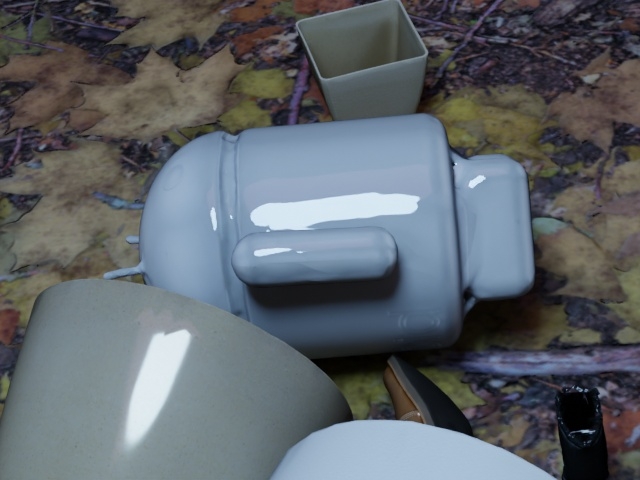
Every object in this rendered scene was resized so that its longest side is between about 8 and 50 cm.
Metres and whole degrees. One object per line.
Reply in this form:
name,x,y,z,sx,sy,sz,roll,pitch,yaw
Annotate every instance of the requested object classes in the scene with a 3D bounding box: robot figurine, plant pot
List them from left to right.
plant pot,-0.139,0.210,1.200,0.256,0.256,0.274,10,60,19
robot figurine,0.000,0.000,1.419,0.353,0.200,0.300,-5,2,4
plant pot,0.045,-0.164,1.675,0.109,0.096,0.109,-15,42,-6

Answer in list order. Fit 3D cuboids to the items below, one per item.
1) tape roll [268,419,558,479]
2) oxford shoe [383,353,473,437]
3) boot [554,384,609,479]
tape roll,0.072,0.248,1.069,0.286,0.286,0.100,13,46,22
oxford shoe,0.080,0.165,1.327,0.076,0.076,0.212,-48,29,15
boot,0.201,0.177,1.265,0.045,0.099,0.121,-6,41,4
